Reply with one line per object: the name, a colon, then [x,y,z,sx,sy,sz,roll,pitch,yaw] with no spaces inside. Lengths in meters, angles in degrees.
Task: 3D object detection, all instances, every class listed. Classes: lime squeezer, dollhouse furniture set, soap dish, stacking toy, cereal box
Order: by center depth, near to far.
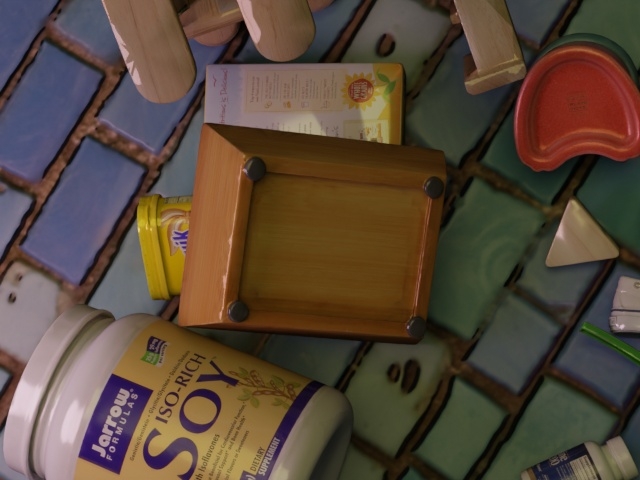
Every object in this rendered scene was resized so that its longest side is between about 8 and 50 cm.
soap dish: [0.000,0.000,1.866,0.291,0.118,0.229,5,97,-21]
dollhouse furniture set: [0.001,-0.253,1.867,0.394,0.362,0.256,-18,103,9]
lime squeezer: [0.406,0.209,1.870,0.110,0.059,0.310,-27,77,2]
stacking toy: [0.383,-0.108,1.938,0.309,0.130,0.279,2,106,12]
cereal box: [-0.020,-0.124,2.006,0.240,0.047,0.173,1,80,9]

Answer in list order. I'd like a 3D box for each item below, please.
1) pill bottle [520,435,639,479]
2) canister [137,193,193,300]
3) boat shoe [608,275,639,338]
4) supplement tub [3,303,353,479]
pill bottle: [0.289,0.264,1.874,0.120,0.067,0.067,-25,77,3]
canister: [-0.119,0.002,1.964,0.170,0.073,0.126,-5,118,5]
boat shoe: [0.437,0.078,1.878,0.226,0.083,0.075,6,81,10]
supplement tub: [-0.154,0.222,1.861,0.331,0.241,0.241,21,83,12]
